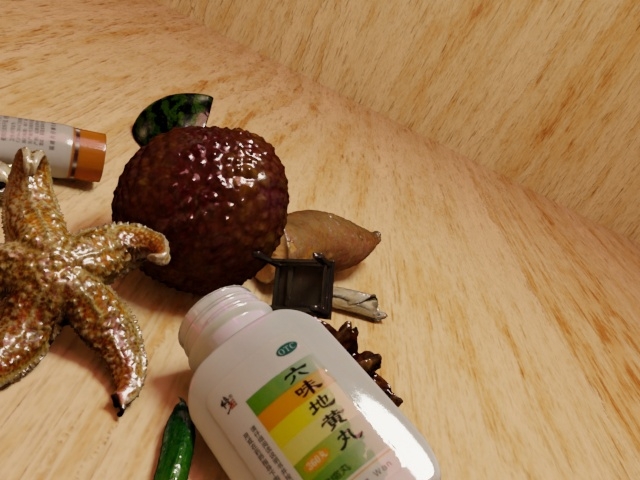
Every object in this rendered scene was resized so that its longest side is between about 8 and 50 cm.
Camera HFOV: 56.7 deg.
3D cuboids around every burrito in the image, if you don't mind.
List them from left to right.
[{"bbox_3d":[0.045,0.105,1.061,0.171,0.042,0.051,14,24,-23],"label":"burrito"}]

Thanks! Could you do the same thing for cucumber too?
[{"bbox_3d":[-0.150,0.221,0.624,0.037,0.037,0.155,22,25,-15],"label":"cucumber"}]

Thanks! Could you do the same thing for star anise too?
[{"bbox_3d":[0.027,0.179,0.804,0.177,0.073,0.234,52,-18,2],"label":"star anise"}]

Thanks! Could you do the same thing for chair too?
[{"bbox_3d":[-0.026,0.073,0.869,0.101,0.084,0.212,2,-12,13],"label":"chair"}]

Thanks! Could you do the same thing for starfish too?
[{"bbox_3d":[-0.323,0.049,0.672,0.312,0.113,0.303,23,51,-11],"label":"starfish"}]

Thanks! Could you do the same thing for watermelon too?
[{"bbox_3d":[-0.330,-0.247,1.286,0.145,0.137,0.193,23,66,-15],"label":"watermelon"}]

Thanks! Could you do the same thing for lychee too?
[{"bbox_3d":[-0.171,-0.050,0.880,0.261,0.260,0.260,23,24,-11],"label":"lychee"}]

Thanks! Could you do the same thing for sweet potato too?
[{"bbox_3d":[0.000,0.003,1.118,0.131,0.131,0.337,41,27,27],"label":"sweet potato"}]

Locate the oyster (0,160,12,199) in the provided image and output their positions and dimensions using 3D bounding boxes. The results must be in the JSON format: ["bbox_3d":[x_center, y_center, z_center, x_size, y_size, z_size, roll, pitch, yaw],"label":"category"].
[{"bbox_3d":[-0.492,-0.083,0.854,0.122,0.045,0.146,25,31,-14],"label":"oyster"}]

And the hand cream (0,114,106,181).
[{"bbox_3d":[-0.508,-0.159,0.943,0.314,0.089,0.139,11,28,-25],"label":"hand cream"}]

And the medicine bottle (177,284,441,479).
[{"bbox_3d":[-0.032,0.191,0.651,0.324,0.179,0.124,45,-16,34],"label":"medicine bottle"}]
